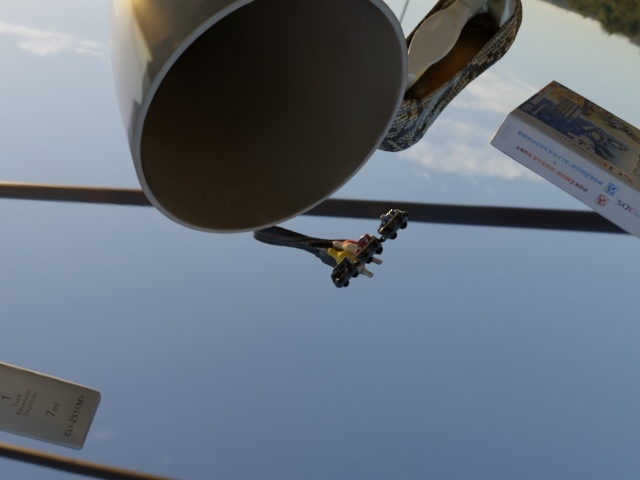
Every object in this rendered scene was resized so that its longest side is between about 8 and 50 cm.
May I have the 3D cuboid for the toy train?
[{"bbox_3d":[0.073,0.009,0.850,0.027,0.158,0.036,21,-153,-55],"label":"toy train"}]

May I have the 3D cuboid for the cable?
[{"bbox_3d":[0.000,0.000,1.243,0.287,0.072,0.139,24,-149,5],"label":"cable"}]

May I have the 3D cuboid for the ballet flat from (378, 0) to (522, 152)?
[{"bbox_3d":[0.235,-0.356,0.979,0.164,0.182,0.482,35,-110,13],"label":"ballet flat"}]

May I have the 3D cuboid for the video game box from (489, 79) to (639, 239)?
[{"bbox_3d":[0.310,-0.101,0.636,0.187,0.048,0.205,39,-141,13],"label":"video game box"}]

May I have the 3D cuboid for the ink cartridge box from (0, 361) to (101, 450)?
[{"bbox_3d":[-0.376,0.153,0.579,0.239,0.275,0.060,25,-117,-24],"label":"ink cartridge box"}]

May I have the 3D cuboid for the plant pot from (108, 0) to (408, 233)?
[{"bbox_3d":[-0.100,-0.191,0.548,0.257,0.256,0.274,-8,-130,-39],"label":"plant pot"}]
